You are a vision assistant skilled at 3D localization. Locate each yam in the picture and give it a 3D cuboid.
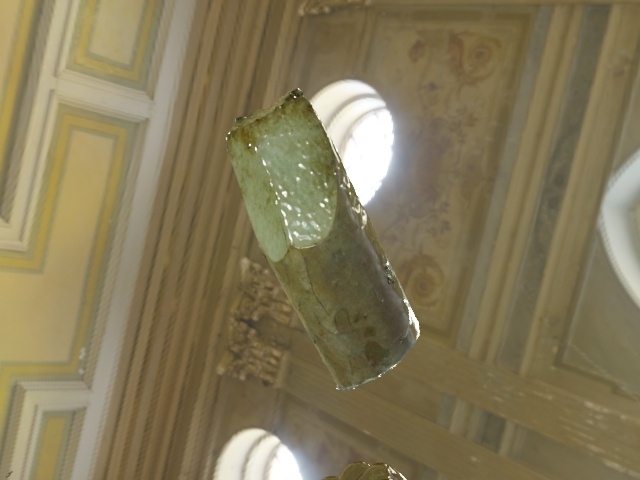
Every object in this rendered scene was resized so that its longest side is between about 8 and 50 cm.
[{"bbox_3d":[0.000,0.000,0.692,0.106,0.106,0.259,-35,-77,-32],"label":"yam"}]

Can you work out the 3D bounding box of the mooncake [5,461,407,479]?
[{"bbox_3d":[-0.108,0.134,0.397,0.150,0.346,0.057,-59,-47,-67],"label":"mooncake"}]
